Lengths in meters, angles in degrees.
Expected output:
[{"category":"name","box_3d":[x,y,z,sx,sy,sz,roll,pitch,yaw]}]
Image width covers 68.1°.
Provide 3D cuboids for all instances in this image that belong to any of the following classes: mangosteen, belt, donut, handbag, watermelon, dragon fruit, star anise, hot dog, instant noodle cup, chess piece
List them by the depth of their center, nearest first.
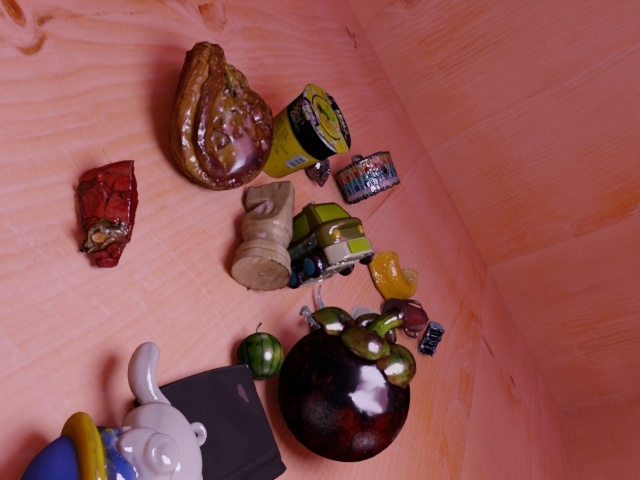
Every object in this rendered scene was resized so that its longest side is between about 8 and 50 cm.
[{"category":"handbag","box_3d":[-0.187,0.341,0.814,0.247,0.080,0.223,0,61,-56]},{"category":"dragon fruit","box_3d":[-0.375,-0.040,0.827,0.092,0.122,0.192,1,64,-15]},{"category":"watermelon","box_3d":[-0.125,0.235,0.974,0.109,0.109,0.109,38,38,-39]},{"category":"mangosteen","box_3d":[0.059,0.306,1.009,0.311,0.311,0.311,38,38,-39]},{"category":"hot dog","box_3d":[-0.237,-0.298,1.117,0.267,0.174,0.388,38,38,-43]},{"category":"chess piece","box_3d":[-0.125,-0.032,1.141,0.137,0.137,0.301,42,37,-35]},{"category":"instant noodle cup","box_3d":[-0.063,-0.287,1.329,0.215,0.236,0.216,38,38,-38]},{"category":"star anise","box_3d":[-0.040,-0.300,1.524,0.220,0.099,0.214,45,25,-31]},{"category":"donut","box_3d":[0.270,0.149,1.697,0.259,0.101,0.152,36,46,-47]},{"category":"belt","box_3d":[0.174,-0.242,1.715,0.161,0.206,0.295,65,27,-4]}]

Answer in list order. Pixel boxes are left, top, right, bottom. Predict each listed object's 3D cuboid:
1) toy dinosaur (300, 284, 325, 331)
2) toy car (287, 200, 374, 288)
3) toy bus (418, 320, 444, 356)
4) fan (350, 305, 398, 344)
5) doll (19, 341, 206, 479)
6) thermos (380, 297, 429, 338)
[{"category":"toy dinosaur","box_3d":[0.008,0.231,1.232,0.167,0.053,0.242,47,29,-30]},{"category":"toy car","box_3d":[0.000,0.000,1.203,0.204,0.248,0.198,-12,74,-40]},{"category":"toy bus","box_3d":[0.402,0.350,1.718,0.060,0.123,0.075,18,27,3]},{"category":"fan","box_3d":[0.124,0.295,1.385,0.414,0.012,0.233,7,50,-53]},{"category":"doll","box_3d":[-0.256,0.272,0.621,0.242,0.159,0.311,3,56,-29]},{"category":"thermos","box_3d":[0.309,0.273,1.651,0.232,0.098,0.124,27,60,-48]}]
